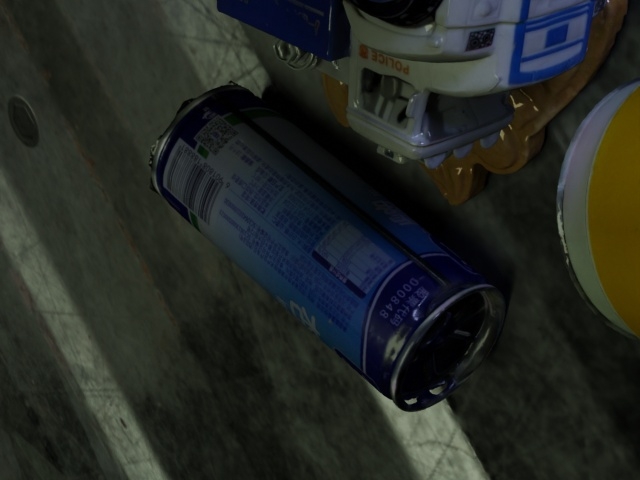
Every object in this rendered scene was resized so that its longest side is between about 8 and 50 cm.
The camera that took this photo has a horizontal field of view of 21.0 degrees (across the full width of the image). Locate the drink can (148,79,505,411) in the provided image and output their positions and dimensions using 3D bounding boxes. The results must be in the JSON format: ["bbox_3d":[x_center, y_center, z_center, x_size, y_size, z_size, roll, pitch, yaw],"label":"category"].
[{"bbox_3d":[0.000,0.000,1.074,0.235,0.097,0.097,39,138,31],"label":"drink can"}]

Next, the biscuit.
[{"bbox_3d":[0.077,-0.103,0.968,0.250,0.035,0.162,-16,102,53],"label":"biscuit"}]

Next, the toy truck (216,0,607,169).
[{"bbox_3d":[0.040,-0.130,0.869,0.213,0.161,0.177,30,128,39],"label":"toy truck"}]

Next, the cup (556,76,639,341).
[{"bbox_3d":[0.231,-0.012,0.699,0.280,0.196,0.196,5,116,60],"label":"cup"}]
